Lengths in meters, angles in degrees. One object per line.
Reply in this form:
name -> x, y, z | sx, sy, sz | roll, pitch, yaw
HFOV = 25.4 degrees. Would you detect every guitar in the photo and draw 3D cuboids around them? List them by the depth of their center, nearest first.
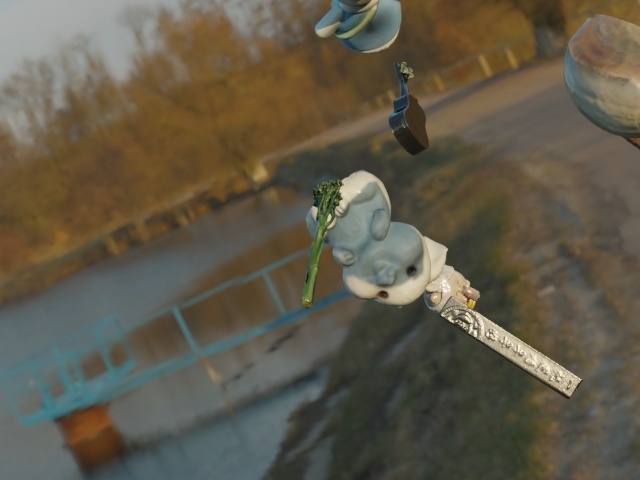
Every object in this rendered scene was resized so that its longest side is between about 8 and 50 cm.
guitar -> 0.157, -0.250, 2.546 | 0.038, 0.084, 0.271 | -29, 31, 21

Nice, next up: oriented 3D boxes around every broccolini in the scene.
broccolini -> 0.001, 0.000, 1.784 | 0.042, 0.044, 0.218 | -1, 41, 8

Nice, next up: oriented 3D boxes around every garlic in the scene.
garlic -> 0.303, -0.155, 1.394 | 0.101, 0.087, 0.195 | -45, 39, -6

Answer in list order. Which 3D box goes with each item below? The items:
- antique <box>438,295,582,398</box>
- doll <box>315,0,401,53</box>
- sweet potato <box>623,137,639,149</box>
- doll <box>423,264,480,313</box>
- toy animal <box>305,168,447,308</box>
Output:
antique -> 0.232, 0.132, 1.740 | 0.031, 0.192, 0.015 | -57, -4, -9
doll -> 0.057, -0.346, 2.019 | 0.135, 0.098, 0.241 | 3, -24, 14
sweet potato -> 0.473, -0.117, 1.798 | 0.226, 0.068, 0.068 | 12, 9, 4
doll -> 0.194, 0.076, 2.097 | 0.084, 0.073, 0.127 | 7, -11, 31
toy animal -> 0.078, 0.003, 1.995 | 0.127, 0.193, 0.178 | -43, -4, 14
